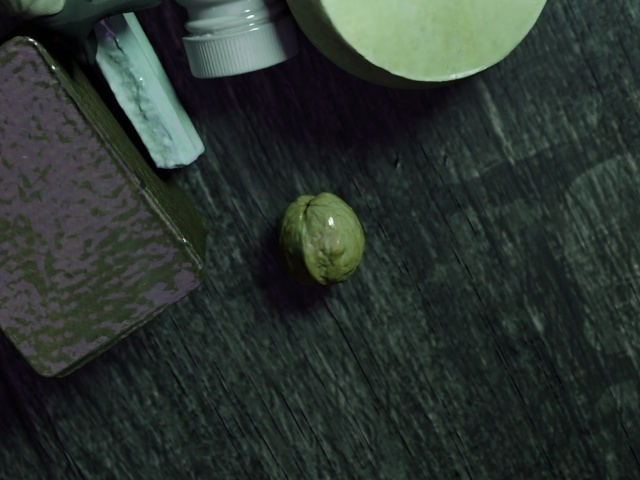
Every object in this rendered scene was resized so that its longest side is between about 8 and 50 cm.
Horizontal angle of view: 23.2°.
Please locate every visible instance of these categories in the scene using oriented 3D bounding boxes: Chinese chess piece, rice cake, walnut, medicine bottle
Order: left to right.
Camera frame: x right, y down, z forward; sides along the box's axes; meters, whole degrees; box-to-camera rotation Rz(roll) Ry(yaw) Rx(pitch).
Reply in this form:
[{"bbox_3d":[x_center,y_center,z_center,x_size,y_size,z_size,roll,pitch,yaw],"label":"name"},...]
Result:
[{"bbox_3d":[-0.172,-0.162,1.400,0.040,0.085,0.226,-24,106,11],"label":"rice cake"},{"bbox_3d":[-0.084,-0.236,1.373,0.105,0.105,0.168,-13,106,0],"label":"medicine bottle"},{"bbox_3d":[0.000,0.000,1.457,0.092,0.092,0.092,-1,106,-3],"label":"walnut"},{"bbox_3d":[0.083,-0.255,1.346,0.250,0.101,0.250,-4,101,-21],"label":"Chinese chess piece"}]

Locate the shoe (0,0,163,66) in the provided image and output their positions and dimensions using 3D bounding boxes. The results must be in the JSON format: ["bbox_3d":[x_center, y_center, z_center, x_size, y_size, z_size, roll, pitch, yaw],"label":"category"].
[{"bbox_3d":[-0.159,-0.239,1.293,0.227,0.099,0.112,-34,117,10],"label":"shoe"}]

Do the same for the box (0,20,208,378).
[{"bbox_3d":[-0.246,-0.041,1.399,0.184,0.143,0.273,-34,106,6],"label":"box"}]
